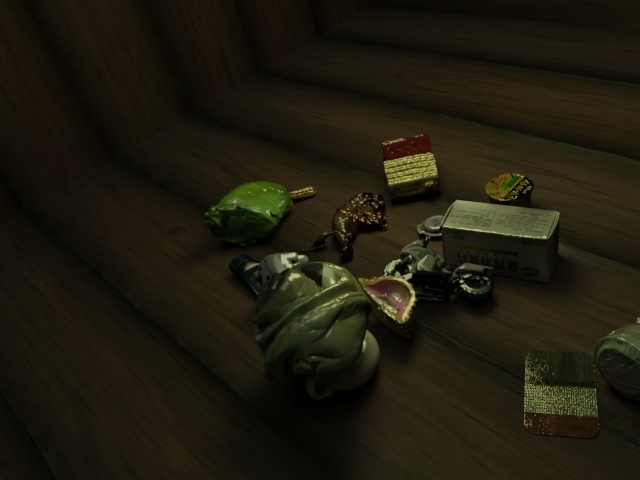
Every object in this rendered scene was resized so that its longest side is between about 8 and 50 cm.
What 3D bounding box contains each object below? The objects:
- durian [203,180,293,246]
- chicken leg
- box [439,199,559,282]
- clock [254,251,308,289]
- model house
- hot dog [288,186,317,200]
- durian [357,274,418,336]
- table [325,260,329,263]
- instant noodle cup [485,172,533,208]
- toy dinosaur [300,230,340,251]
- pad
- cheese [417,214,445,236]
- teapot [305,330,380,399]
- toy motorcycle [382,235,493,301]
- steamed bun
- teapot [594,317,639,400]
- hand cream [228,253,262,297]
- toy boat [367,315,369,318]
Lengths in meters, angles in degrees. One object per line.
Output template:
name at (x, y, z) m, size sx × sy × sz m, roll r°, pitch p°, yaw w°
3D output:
durian at (-0.254, -0.108, 2.292) m, size 0.256 × 0.204 × 0.339 m, roll 14°, pitch 36°, yaw 16°
chicken leg at (0.133, -0.059, 2.158) m, size 0.177 × 0.083 × 0.322 m, roll 33°, pitch 57°, yaw 30°
box at (0.538, 0.000, 1.836) m, size 0.333 × 0.173 × 0.145 m, roll 9°, pitch 42°, yaw 30°
clock at (-0.096, 0.184, 1.873) m, size 0.189 × 0.189 × 0.254 m, roll -17°, pitch 52°, yaw 1°
model house at (0.334, -0.258, 2.257) m, size 0.196 × 0.160 × 0.254 m, roll -11°, pitch 39°, yaw 8°
hot dog at (-0.077, -0.182, 2.429) m, size 0.133 × 0.041 × 0.056 m, roll -14°, pitch 37°, yaw -8°
durian at (0.198, 0.185, 1.741) m, size 0.182 × 0.165 × 0.132 m, roll 9°, pitch 6°, yaw 39°
table at (0.021, 0.126, 1.974) m, size 0.079 × 0.062 × 0.083 m, roll -30°, pitch 39°, yaw -17°
instant noodle cup at (0.627, -0.132, 2.010) m, size 0.152 × 0.122 × 0.151 m, roll -10°, pitch 36°, yaw 8°
toy dinosaur at (0.007, -0.002, 2.138) m, size 0.180 × 0.037 × 0.058 m, roll -38°, pitch -6°, yaw 31°
pad at (0.507, 0.352, 1.501) m, size 0.323 × 0.055 × 0.250 m, roll 12°, pitch 44°, yaw 9°
cheese at (0.423, -0.054, 2.057) m, size 0.191 × 0.042 × 0.105 m, roll -10°, pitch 39°, yaw 8°
teapot at (0.055, 0.319, 1.658) m, size 0.204 × 0.139 × 0.298 m, roll 8°, pitch 44°, yaw 27°
toy motorcycle at (0.358, 0.086, 1.830) m, size 0.327 × 0.143 × 0.188 m, roll 7°, pitch 43°, yaw 19°
steamed bun at (-0.055, 0.188, 1.583) m, size 0.347 × 0.237 × 0.394 m, roll -41°, pitch 19°, yaw -13°
teapot at (0.775, 0.278, 1.401) m, size 0.178 × 0.163 × 0.221 m, roll -25°, pitch 37°, yaw -22°
hand cream at (-0.205, 0.136, 2.071) m, size 0.120 × 0.061 × 0.270 m, roll -33°, pitch 47°, yaw -26°
toy boat at (0.073, 0.236, 1.831) m, size 0.149 × 0.047 × 0.049 m, roll -11°, pitch 24°, yaw 4°
